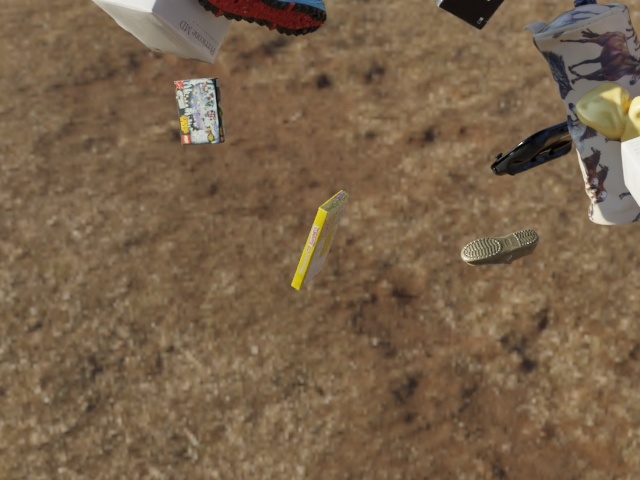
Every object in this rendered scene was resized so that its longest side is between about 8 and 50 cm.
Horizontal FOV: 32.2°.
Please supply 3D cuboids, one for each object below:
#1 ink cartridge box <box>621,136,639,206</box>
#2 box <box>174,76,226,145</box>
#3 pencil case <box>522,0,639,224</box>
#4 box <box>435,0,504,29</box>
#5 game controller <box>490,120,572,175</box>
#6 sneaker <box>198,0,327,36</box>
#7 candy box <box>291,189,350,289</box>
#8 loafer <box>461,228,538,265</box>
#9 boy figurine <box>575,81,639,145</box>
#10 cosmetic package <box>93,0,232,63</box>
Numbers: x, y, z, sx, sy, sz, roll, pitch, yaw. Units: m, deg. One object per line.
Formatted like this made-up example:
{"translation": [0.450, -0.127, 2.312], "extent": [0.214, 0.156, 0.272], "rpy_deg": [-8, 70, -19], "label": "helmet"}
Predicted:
{"translation": [0.372, -0.047, 1.066], "extent": [0.109, 0.063, 0.150], "rpy_deg": [-19, 41, 1], "label": "ink cartridge box"}
{"translation": [-0.251, -0.269, 2.315], "extent": [0.094, 0.137, 0.027], "rpy_deg": [-2, 12, 23], "label": "box"}
{"translation": [0.500, -0.216, 1.945], "extent": [0.160, 0.410, 0.183], "rpy_deg": [-31, 22, -22], "label": "pencil case"}
{"translation": [0.239, -0.438, 1.697], "extent": [0.093, 0.156, 0.158], "rpy_deg": [21, 34, -28], "label": "box"}
{"translation": [0.529, -0.229, 2.604], "extent": [0.319, 0.166, 0.067], "rpy_deg": [-22, 69, -47], "label": "game controller"}
{"translation": [-0.112, -0.427, 1.829], "extent": [0.262, 0.104, 0.125], "rpy_deg": [15, 54, -38], "label": "sneaker"}
{"translation": [0.000, 0.000, 2.304], "extent": [0.027, 0.205, 0.105], "rpy_deg": [31, 34, 16], "label": "candy box"}
{"translation": [0.339, 0.023, 2.081], "extent": [0.148, 0.050, 0.056], "rpy_deg": [-12, 44, 7], "label": "loafer"}
{"translation": [0.542, -0.165, 1.745], "extent": [0.285, 0.177, 0.092], "rpy_deg": [24, 58, 27], "label": "boy figurine"}
{"translation": [-0.213, -0.511, 1.878], "extent": [0.155, 0.365, 0.197], "rpy_deg": [17, -9, 31], "label": "cosmetic package"}
